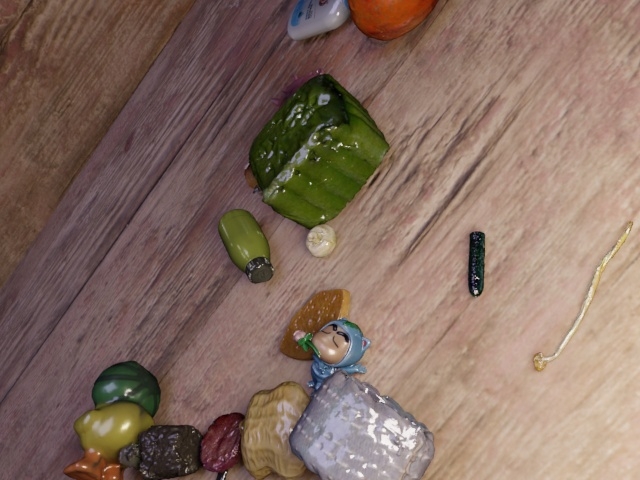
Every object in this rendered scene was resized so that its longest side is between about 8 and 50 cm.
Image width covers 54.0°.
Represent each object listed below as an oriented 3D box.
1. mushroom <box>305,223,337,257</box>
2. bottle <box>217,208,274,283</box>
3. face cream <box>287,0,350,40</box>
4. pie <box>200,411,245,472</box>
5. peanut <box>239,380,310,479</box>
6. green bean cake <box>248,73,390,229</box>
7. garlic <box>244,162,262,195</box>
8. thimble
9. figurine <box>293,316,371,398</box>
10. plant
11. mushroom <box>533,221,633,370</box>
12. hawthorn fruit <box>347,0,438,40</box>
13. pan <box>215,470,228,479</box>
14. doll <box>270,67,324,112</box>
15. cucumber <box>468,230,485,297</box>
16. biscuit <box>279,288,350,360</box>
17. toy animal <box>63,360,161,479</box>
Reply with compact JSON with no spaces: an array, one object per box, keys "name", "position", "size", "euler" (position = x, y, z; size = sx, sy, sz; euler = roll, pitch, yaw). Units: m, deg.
[{"name":"mushroom","position":[0.000,0.000,1.519],"size":[0.084,0.067,0.083],"euler":[-17,59,30]},{"name":"bottle","position":[-0.195,0.019,1.687],"size":[0.112,0.112,0.260],"euler":[-49,39,13]},{"name":"face cream","position":[0.032,-0.723,1.953],"size":[0.337,0.080,0.162],"euler":[3,69,50]},{"name":"pie","position":[-0.223,0.470,1.468],"size":[0.155,0.036,0.154],"euler":[-29,38,25]},{"name":"peanut","position":[-0.096,0.402,1.318],"size":[0.233,0.110,0.196],"euler":[-22,64,39]},{"name":"green bean cake","position":[-0.028,-0.229,1.585],"size":[0.335,0.218,0.319],"euler":[-46,39,14]},{"name":"garlic","position":[-0.168,-0.206,1.815],"size":[0.174,0.099,0.124],"euler":[-26,28,52]},{"name":"thimble","position":[0.074,0.346,1.094],"size":[0.236,0.205,0.172],"euler":[31,89,49]},{"name":"figurine","position":[0.011,0.242,1.294],"size":[0.178,0.145,0.114],"euler":[-62,32,15]},{"name":"plant","position":[-0.388,0.522,1.548],"size":[0.203,0.142,0.131],"euler":[-13,73,38]},{"name":"mushroom","position":[0.431,0.092,1.017],"size":[0.286,0.028,0.026],"euler":[-56,-5,3]},{"name":"hawthorn fruit","position":[0.208,-0.671,1.594],"size":[0.308,0.276,0.275],"euler":[-16,53,23]},{"name":"pan","position":[-0.239,0.594,1.421],"size":[0.136,0.028,0.235],"euler":[-13,47,43]},{"name":"doll","position":[-0.067,-0.390,1.831],"size":[0.262,0.093,0.211],"euler":[-50,45,8]},{"name":"cucumber","position":[0.295,0.048,1.187],"size":[0.032,0.032,0.133],"euler":[-17,55,41]},{"name":"biscuit","position":[-0.009,0.195,1.431],"size":[0.220,0.029,0.142],"euler":[-47,38,15]},{"name":"toy animal","position":[-0.530,0.486,1.683],"size":[0.191,0.216,0.338],"euler":[-16,46,28]}]
